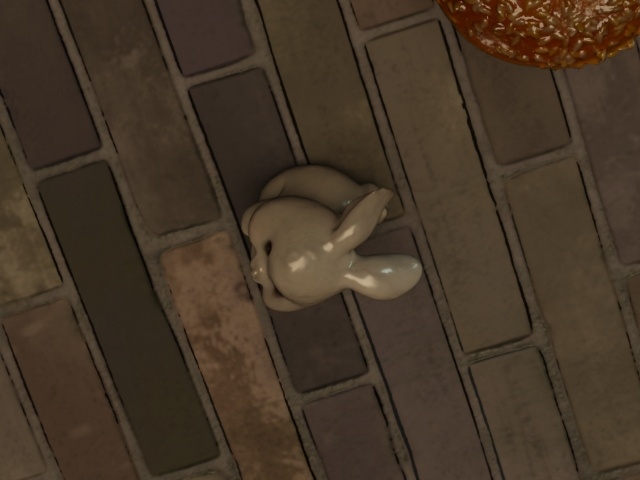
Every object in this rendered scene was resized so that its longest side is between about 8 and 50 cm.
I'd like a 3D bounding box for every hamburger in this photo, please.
[{"bbox_3d":[0.234,-0.316,1.814,0.291,0.225,0.291,0,105,1],"label":"hamburger"}]

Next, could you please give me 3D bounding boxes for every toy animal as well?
[{"bbox_3d":[0.005,-0.005,1.940,0.178,0.193,0.127,-15,108,-4],"label":"toy animal"}]
